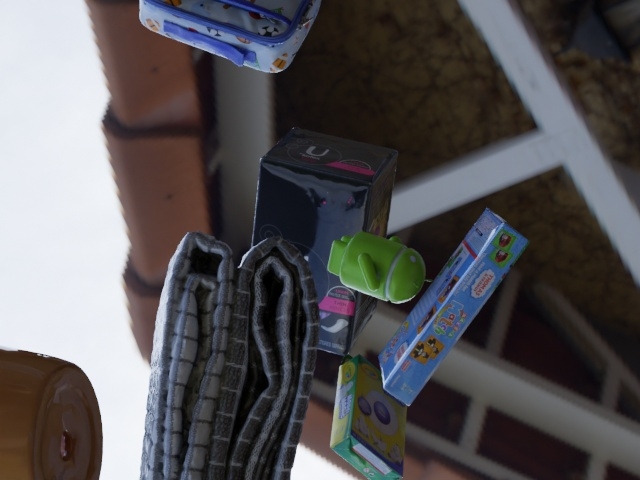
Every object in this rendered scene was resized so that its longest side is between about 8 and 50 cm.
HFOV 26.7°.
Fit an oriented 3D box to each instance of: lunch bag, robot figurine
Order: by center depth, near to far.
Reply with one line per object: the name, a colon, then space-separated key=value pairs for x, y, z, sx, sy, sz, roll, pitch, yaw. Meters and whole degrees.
robot figurine: x=0.068 y=0.031 z=1.533 sx=0.101 sy=0.115 sz=0.067 roll=-22 pitch=-52 yaw=-63
lunch bag: x=-0.149 y=-0.418 z=2.304 sx=0.115 sy=0.303 sz=0.243 roll=97 pitch=-164 yaw=-55

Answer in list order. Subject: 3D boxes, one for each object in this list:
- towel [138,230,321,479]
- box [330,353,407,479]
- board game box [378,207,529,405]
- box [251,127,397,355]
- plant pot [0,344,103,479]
towel: x=-0.071 y=0.148 z=1.022 sx=0.121 sy=0.235 sz=0.283 roll=6 pitch=-98 yaw=-7
box: x=0.068 y=0.233 z=1.810 sx=0.105 sy=0.043 sz=0.179 roll=41 pitch=-151 yaw=-24
board game box: x=0.139 y=0.067 z=1.454 sx=0.039 sy=0.211 sz=0.160 roll=36 pitch=-174 yaw=-4
box: x=0.000 y=0.000 z=1.909 sx=0.143 sy=0.165 sz=0.270 roll=-50 pitch=-30 yaw=-61
plant pot: x=-0.390 y=0.244 z=1.607 sx=0.291 sy=0.203 sz=0.291 roll=-3 pitch=-90 yaw=-76
